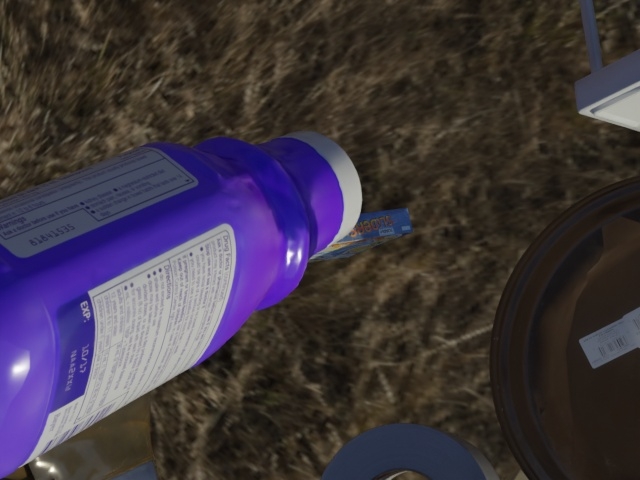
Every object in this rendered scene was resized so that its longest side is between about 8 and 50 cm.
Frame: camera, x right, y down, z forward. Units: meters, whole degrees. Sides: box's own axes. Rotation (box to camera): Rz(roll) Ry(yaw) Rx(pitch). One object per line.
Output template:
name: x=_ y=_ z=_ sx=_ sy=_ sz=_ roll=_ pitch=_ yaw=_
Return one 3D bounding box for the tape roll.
tape roll: x=0.104 y=0.323 z=1.648 sx=0.219 sy=0.072 sz=0.219 roll=-3 pitch=80 yaw=18

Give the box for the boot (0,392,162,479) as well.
boot: x=-0.170 y=0.131 z=0.822 sx=0.219 sy=0.082 sz=0.106 roll=-22 pitch=96 yaw=-51

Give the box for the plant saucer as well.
plant saucer: x=0.259 y=0.088 z=1.001 sx=0.278 sy=0.041 sz=0.278 roll=0 pitch=89 yaw=4

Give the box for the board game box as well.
board game box: x=0.000 y=0.000 z=1.813 sx=0.201 sy=0.136 sz=0.035 roll=-8 pitch=81 yaw=-39

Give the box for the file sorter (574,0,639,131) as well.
file sorter: x=0.293 y=-0.155 z=0.796 sx=0.278 sy=0.193 sz=0.173 roll=10 pitch=65 yaw=-39

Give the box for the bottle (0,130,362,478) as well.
bottle: x=-0.084 y=0.013 z=0.682 sx=0.092 sy=0.118 sz=0.283 roll=37 pitch=37 yaw=20

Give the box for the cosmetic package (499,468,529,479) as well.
cosmetic package: x=0.146 y=0.302 z=1.148 sx=0.113 sy=0.309 sz=0.160 roll=-37 pitch=83 yaw=11
